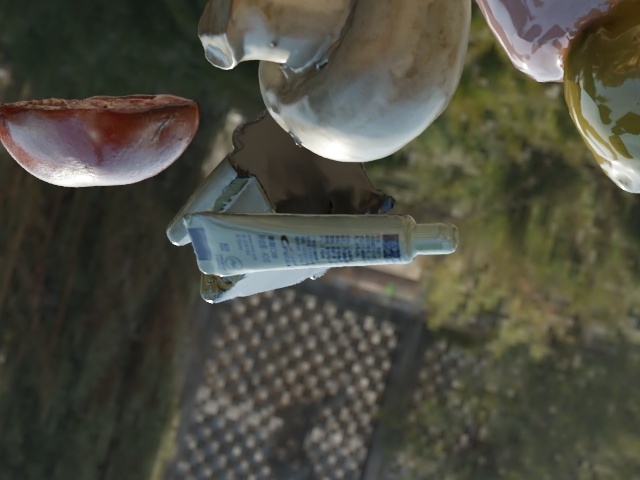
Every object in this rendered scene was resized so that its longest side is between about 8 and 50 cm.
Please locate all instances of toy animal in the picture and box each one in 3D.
[{"bbox_3d":[0.210,-0.149,1.206,0.195,0.169,0.281,3,-135,-56],"label":"toy animal"}]

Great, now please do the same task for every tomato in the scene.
[{"bbox_3d":[-0.207,-0.090,1.628,0.174,0.082,0.166,4,-170,40],"label":"tomato"}]

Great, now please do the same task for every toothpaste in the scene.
[{"bbox_3d":[0.000,0.000,1.385,0.216,0.062,0.037,-2,-147,18],"label":"toothpaste"}]

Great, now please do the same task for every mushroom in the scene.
[{"bbox_3d":[0.016,-0.243,2.010,0.290,0.297,0.297,16,175,-31],"label":"mushroom"}]

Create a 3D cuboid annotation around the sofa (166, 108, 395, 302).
[{"bbox_3d":[-0.064,-0.054,2.393,0.258,0.182,0.200,-13,154,-44],"label":"sofa"}]
